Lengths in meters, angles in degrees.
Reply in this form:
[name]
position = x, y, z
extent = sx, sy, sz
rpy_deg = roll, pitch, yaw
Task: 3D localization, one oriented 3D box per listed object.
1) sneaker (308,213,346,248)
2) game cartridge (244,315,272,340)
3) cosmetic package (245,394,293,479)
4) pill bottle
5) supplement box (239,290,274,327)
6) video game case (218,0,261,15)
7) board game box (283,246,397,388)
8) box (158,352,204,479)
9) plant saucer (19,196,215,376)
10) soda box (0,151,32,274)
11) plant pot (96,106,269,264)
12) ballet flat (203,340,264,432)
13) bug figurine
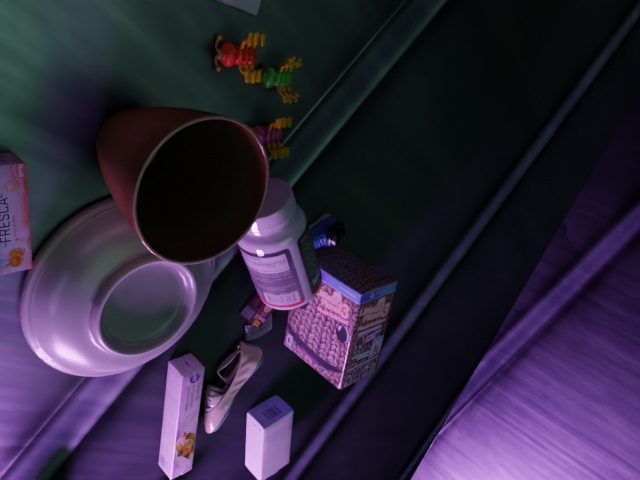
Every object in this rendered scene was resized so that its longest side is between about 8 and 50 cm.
[sneaker]
position = 0.000, -0.001, 1.423
extent = 0.152, 0.084, 0.058
rpy_deg = -41, 139, -22
[game cartridge]
position = -0.161, 0.225, 1.452
extent = 0.083, 0.017, 0.056
rpy_deg = -21, 125, -39
[cosmetic package]
position = -0.152, 0.580, 1.648
extent = 0.117, 0.085, 0.231
rpy_deg = -20, 130, -39
[pill bottle]
position = -0.098, 0.009, 1.257
extent = 0.161, 0.161, 0.283
rpy_deg = -39, 138, -24
[supplement box]
position = -0.151, 0.167, 1.401
extent = 0.083, 0.043, 0.055
rpy_deg = -53, 144, -7
[video game case]
position = -0.156, -0.523, 0.943
extent = 0.206, 0.026, 0.227
rpy_deg = 1, 113, -49
[board game box]
position = 0.045, 0.195, 1.486
extent = 0.141, 0.232, 0.291
rpy_deg = -15, 124, -42
[box]
position = -0.335, 0.426, 1.349
extent = 0.063, 0.067, 0.324
rpy_deg = -13, 123, -44
[plant saucer]
position = -0.353, 0.109, 1.088
extent = 0.400, 0.100, 0.400
rpy_deg = -28, 134, -34
[soda box]
position = -0.489, -0.040, 0.866
extent = 0.063, 0.058, 0.183
rpy_deg = -15, 124, -43
[plant pot]
position = -0.254, -0.122, 0.915
extent = 0.237, 0.254, 0.237
rpy_deg = -29, 134, -34
[ballet flat]
position = -0.241, 0.363, 1.417
extent = 0.248, 0.086, 0.086
rpy_deg = -57, 143, -5
[bug figurine]
position = -0.134, -0.262, 1.108
extent = 0.216, 0.072, 0.279
rpy_deg = -14, 120, -50
